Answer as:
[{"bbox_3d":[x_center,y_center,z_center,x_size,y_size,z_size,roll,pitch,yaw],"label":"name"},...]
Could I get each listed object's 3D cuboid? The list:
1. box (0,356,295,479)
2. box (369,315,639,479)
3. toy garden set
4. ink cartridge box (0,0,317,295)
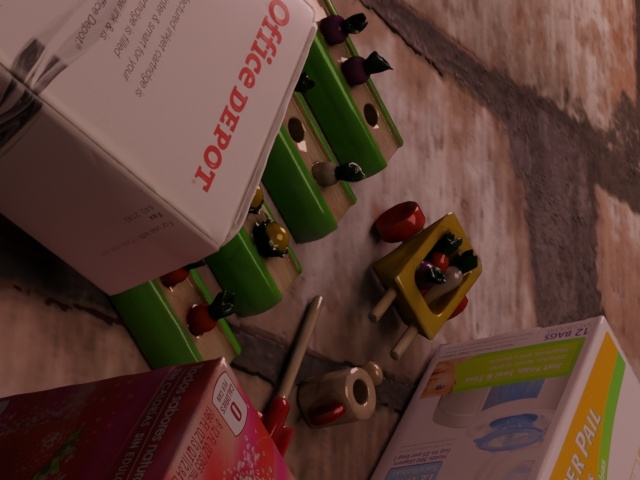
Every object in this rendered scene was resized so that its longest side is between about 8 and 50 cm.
[{"bbox_3d":[-0.092,0.172,0.480,0.128,0.123,0.257,62,32,-28],"label":"box"},{"bbox_3d":[0.095,0.148,0.777,0.103,0.114,0.203,58,40,-23],"label":"box"},{"bbox_3d":[0.000,0.000,0.752,0.204,0.049,0.244,61,38,-20],"label":"toy garden set"},{"bbox_3d":[-0.107,-0.092,0.586,0.191,0.082,0.139,42,47,-27],"label":"ink cartridge box"}]
